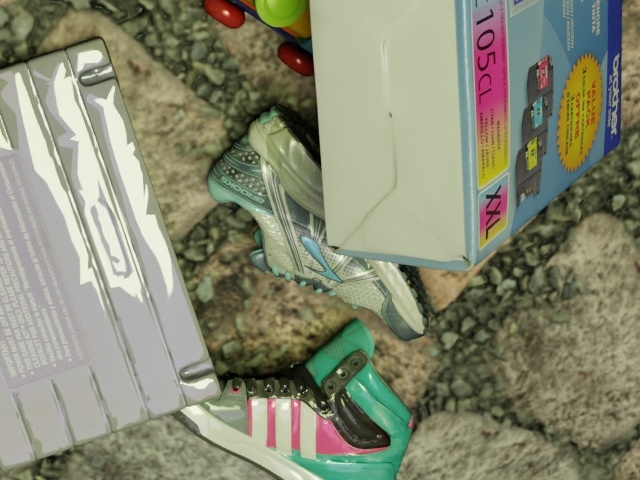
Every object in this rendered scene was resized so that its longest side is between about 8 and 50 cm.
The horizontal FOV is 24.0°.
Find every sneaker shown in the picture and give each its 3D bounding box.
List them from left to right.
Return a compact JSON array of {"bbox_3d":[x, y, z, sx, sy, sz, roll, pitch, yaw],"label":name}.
[{"bbox_3d":[-0.025,0.144,1.513,0.295,0.124,0.178,32,92,-14],"label":"sneaker"},{"bbox_3d":[0.000,0.000,1.484,0.122,0.110,0.283,-34,111,15],"label":"sneaker"}]

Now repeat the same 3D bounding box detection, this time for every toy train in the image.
[{"bbox_3d":[-0.055,-0.230,1.338,0.248,0.143,0.105,31,100,-24],"label":"toy train"}]

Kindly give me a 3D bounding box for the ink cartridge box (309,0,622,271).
[{"bbox_3d":[0.156,-0.174,1.341,0.151,0.395,0.270,10,117,29],"label":"ink cartridge box"}]

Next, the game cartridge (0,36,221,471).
[{"bbox_3d":[-0.253,0.014,1.393,0.230,0.068,0.355,-18,100,-3],"label":"game cartridge"}]
